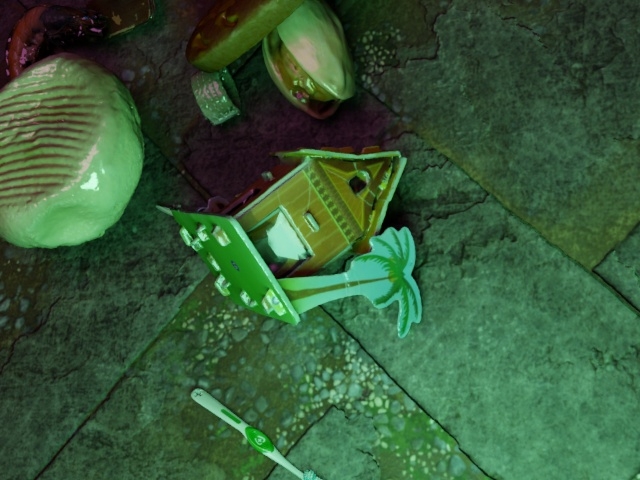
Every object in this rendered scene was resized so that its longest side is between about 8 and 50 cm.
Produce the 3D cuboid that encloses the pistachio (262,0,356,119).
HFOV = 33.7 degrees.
[{"bbox_3d":[-0.017,-0.320,1.821,0.157,0.157,0.229,-26,69,15],"label":"pistachio"}]

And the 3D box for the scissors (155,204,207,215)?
[{"bbox_3d":[-0.248,-0.046,1.907,0.119,0.014,0.058,20,79,25],"label":"scissors"}]

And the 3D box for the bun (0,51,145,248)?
[{"bbox_3d":[-0.462,-0.153,1.918,0.349,0.227,0.352,-2,76,24],"label":"bun"}]

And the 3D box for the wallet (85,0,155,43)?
[{"bbox_3d":[-0.394,-0.450,2.072,0.176,0.026,0.095,-14,80,34],"label":"wallet"}]

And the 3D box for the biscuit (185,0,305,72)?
[{"bbox_3d":[-0.092,-0.455,1.829,0.394,0.070,0.350,-37,26,28],"label":"biscuit"}]

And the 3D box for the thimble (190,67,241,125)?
[{"bbox_3d":[-0.187,-0.265,1.909,0.062,0.084,0.110,-25,78,18],"label":"thimble"}]

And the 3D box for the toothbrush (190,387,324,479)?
[{"bbox_3d":[-0.105,0.325,1.721,0.304,0.030,0.030,30,88,31],"label":"toothbrush"}]

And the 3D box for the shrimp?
[{"bbox_3d":[-0.537,-0.371,2.108,0.290,0.054,0.222,3,78,35],"label":"shrimp"}]

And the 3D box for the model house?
[{"bbox_3d":[0.000,0.000,1.724,0.323,0.340,0.300,-39,18,-17],"label":"model house"}]
